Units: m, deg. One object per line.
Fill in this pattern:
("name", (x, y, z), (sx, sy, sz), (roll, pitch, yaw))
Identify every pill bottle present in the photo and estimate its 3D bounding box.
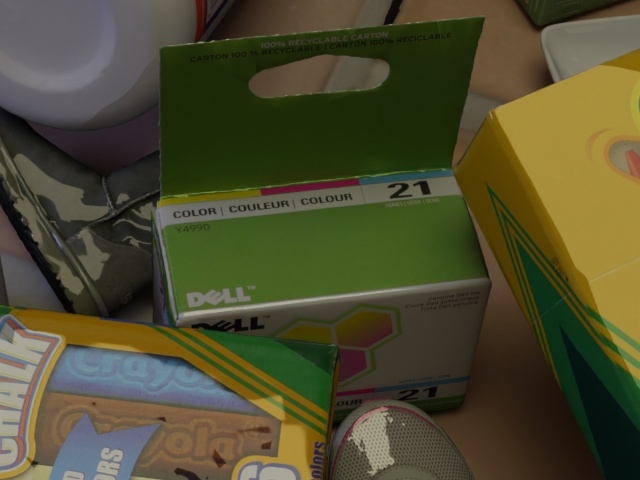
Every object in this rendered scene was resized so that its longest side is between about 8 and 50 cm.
("pill bottle", (-0.124, -0.223, 1.065), (0.182, 0.181, 0.323), (18, 38, 6))

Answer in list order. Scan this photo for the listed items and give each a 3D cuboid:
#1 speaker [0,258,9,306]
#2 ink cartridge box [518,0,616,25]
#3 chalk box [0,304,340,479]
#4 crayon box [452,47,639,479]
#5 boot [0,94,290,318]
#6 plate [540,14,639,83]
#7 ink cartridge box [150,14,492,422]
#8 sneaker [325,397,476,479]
("speaker", (-0.220, 0.019, 0.958), (0.055, 0.136, 0.055), (3, 58, -4))
("ink cartridge box", (0.188, -0.288, 1.234), (0.171, 0.056, 0.235), (-20, 59, -17))
("chalk box", (-0.146, 0.152, 0.854), (0.289, 0.180, 0.179), (8, 61, -1))
("crayon box", (0.304, 0.016, 0.838), (0.363, 0.106, 0.313), (-23, 80, -13))
("boot", (-0.105, -0.051, 1.050), (0.209, 0.076, 0.189), (-30, 78, -15))
("plate", (0.315, -0.048, 1.102), (0.277, 0.045, 0.278), (-8, 59, -11))
("ink cartridge box", (0.000, 0.000, 0.914), (0.189, 0.255, 0.097), (-6, 53, -10))
("sneaker", (0.069, 0.194, 0.890), (0.103, 0.111, 0.252), (-12, 60, -12))
